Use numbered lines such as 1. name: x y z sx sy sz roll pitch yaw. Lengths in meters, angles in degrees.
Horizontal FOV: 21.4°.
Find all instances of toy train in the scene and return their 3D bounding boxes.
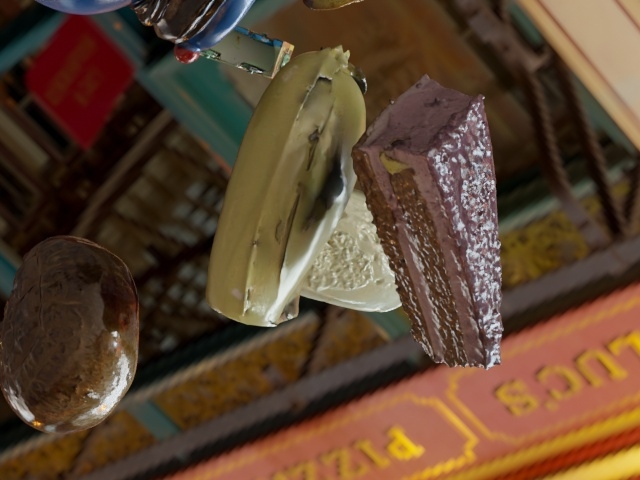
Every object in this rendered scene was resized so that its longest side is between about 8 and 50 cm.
1. toy train: -0.134 -0.320 2.798 0.099 0.188 0.072 -4 113 -73

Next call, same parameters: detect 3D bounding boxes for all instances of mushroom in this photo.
1. mushroom: -0.301 0.111 2.022 0.253 0.153 0.253 -167 -90 -68

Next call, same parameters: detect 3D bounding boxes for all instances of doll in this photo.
1. doll: -0.217 -0.346 1.876 0.284 0.310 0.240 -10 -128 61

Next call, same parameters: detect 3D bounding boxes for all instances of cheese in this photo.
1. cheese: -0.033 -0.062 1.828 0.259 0.128 0.315 -89 -159 -83

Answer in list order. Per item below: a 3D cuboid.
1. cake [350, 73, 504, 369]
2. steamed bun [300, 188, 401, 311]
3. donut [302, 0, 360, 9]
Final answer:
1. cake: 0.110 -0.005 1.667 0.113 0.295 0.116 -25 -156 -36
2. steamed bun: 0.000 0.000 2.271 0.200 0.250 0.154 -165 -88 -72
3. donut: 0.030 -0.396 2.553 0.140 0.059 0.140 -17 -155 8
